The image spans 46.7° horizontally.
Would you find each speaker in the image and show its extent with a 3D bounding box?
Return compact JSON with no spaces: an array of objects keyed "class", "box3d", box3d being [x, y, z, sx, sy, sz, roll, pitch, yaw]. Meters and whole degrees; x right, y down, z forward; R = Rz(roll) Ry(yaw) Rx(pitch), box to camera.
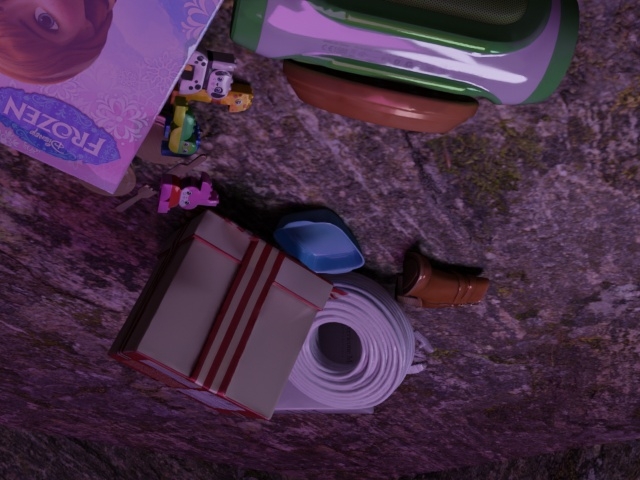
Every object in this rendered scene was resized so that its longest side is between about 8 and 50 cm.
[{"class":"speaker","box3d":[0.073,-0.205,0.670,0.296,0.131,0.131,9,152,-11]}]

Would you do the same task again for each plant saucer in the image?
[{"class":"plant saucer","box3d":[0.058,-0.145,0.745,0.199,0.200,0.037,9,109,-11]}]

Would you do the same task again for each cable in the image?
[{"class":"cable","box3d":[0.037,0.181,1.321,0.257,0.089,0.257,-35,95,26]}]

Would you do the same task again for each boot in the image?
[{"class":"boot","box3d":[0.212,0.070,1.258,0.152,0.073,0.197,5,165,0]}]

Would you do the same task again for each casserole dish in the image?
[{"class":"casserole dish","box3d":[0.000,0.000,1.178,0.114,0.037,0.188,-8,150,21]}]

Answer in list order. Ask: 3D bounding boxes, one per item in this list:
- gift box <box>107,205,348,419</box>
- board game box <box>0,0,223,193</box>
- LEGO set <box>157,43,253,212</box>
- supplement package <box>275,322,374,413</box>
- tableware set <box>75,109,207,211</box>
[{"class":"gift box","box3d":[-0.134,0.108,1.115,0.255,0.258,0.276,33,157,-22]},{"class":"board game box","box3d":[-0.233,-0.227,0.552,0.318,0.066,0.318,25,123,-20]},{"class":"LEGO set","box3d":[-0.127,-0.139,0.856,0.093,0.087,0.227,4,135,-18]},{"class":"supplement package","box3d":[-0.047,0.261,1.512,0.292,0.178,0.175,-4,163,12]},{"class":"tableware set","box3d":[-0.248,-0.119,0.973,0.194,0.039,0.128,-25,131,33]}]
